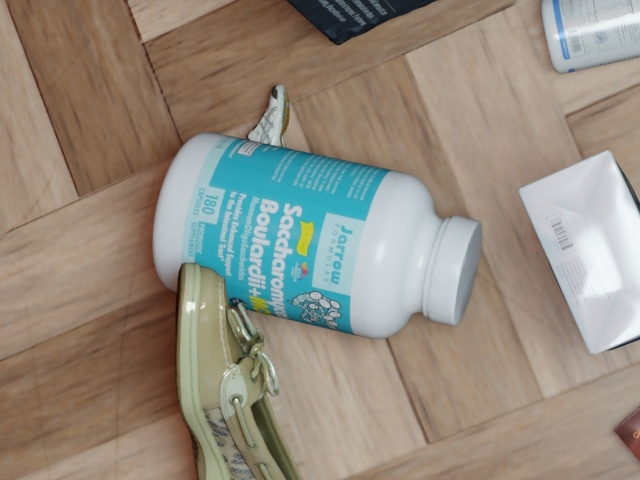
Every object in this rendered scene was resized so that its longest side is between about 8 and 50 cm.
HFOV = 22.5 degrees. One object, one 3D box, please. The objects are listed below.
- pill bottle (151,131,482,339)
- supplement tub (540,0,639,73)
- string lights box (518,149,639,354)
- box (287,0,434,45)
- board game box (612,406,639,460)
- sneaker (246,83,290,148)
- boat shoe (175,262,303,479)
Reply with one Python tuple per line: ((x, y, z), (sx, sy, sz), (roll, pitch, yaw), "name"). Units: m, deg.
((0.000, 0.000, 1.381), (0.264, 0.146, 0.146), (12, 89, 14), "pill bottle")
((0.246, -0.186, 1.372), (0.107, 0.071, 0.071), (-11, 84, 12), "supplement tub")
((0.228, 0.015, 1.266), (0.077, 0.260, 0.133), (-25, 82, 12), "string lights box")
((0.117, -0.484, 1.312), (0.472, 0.297, 0.479), (-21, 82, 9), "box")
((0.398, 0.122, 1.339), (0.281, 0.027, 0.145), (-42, 77, 8), "board game box")
((-0.049, -0.101, 1.458), (0.037, 0.032, 0.083), (5, 87, 14), "sneaker")
((-0.068, 0.134, 1.365), (0.089, 0.104, 0.285), (-6, 129, 4), "boat shoe")
